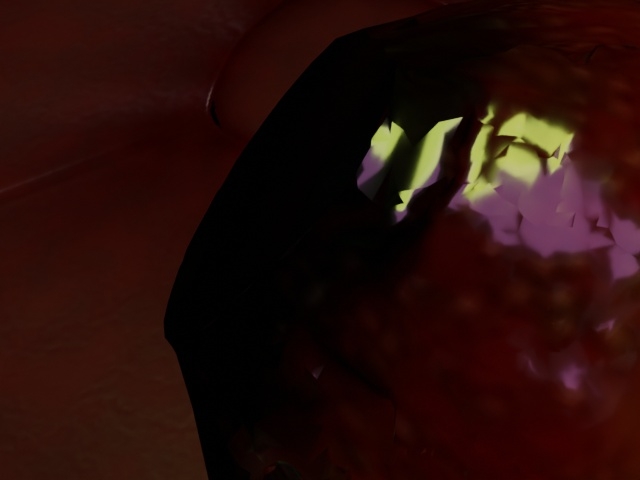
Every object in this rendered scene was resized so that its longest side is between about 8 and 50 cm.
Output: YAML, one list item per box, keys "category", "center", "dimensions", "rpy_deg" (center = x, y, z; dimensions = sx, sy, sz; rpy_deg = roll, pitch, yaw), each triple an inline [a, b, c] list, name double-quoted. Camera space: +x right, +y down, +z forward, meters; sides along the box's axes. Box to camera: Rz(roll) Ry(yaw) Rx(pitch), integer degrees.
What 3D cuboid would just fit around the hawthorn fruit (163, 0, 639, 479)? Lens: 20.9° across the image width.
- category: "hawthorn fruit"
  center: [0.090, 0.049, 0.616]
  dimensions: [0.316, 0.316, 0.316]
  rpy_deg: [-9, 48, 10]
